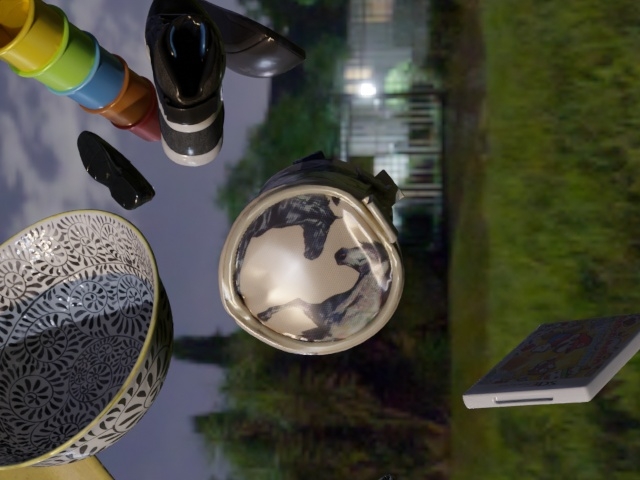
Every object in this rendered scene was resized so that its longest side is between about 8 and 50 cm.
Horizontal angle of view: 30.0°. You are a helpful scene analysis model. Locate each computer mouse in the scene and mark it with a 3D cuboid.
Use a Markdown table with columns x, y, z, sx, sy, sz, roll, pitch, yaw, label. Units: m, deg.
| x | y | z | sx | sy | sz | roll | pitch | yaw | label |
| --- | --- | --- | --- | --- | --- | --- | --- | --- | --- |
| -0.093 | -0.230 | 1.446 | 0.184 | 0.262 | 0.060 | 26 | -85 | -47 | computer mouse |

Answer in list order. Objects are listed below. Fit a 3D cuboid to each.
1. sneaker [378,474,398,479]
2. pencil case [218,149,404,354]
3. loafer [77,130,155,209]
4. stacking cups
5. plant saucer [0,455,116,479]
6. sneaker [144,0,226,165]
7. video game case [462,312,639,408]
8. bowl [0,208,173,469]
| x | y | z | sx | sy | sz | roll | pitch | yaw | label |
| --- | --- | --- | --- | --- | --- | --- | --- | --- | --- |
| 0.035 | 0.398 | 1.425 | 0.271 | 0.108 | 0.100 | -65 | -34 | -32 | sneaker |
| 0.000 | 0.000 | 1.209 | 0.160 | 0.183 | 0.410 | 45 | -174 | -4 | pencil case |
| -0.352 | -0.122 | 2.048 | 0.170 | 0.062 | 0.061 | 51 | -148 | 12 | loafer |
| -0.275 | -0.205 | 1.431 | 0.316 | 0.096 | 0.096 | 28 | -119 | -57 | stacking cups |
| -0.329 | 0.304 | 1.083 | 0.333 | 0.333 | 0.081 | 50 | 172 | 6 | plant saucer |
| -0.124 | -0.189 | 1.134 | 0.121 | 0.079 | 0.216 | 98 | 163 | -54 | sneaker |
| 0.339 | 0.166 | 1.673 | 0.227 | 0.206 | 0.026 | -32 | -76 | -43 | video game case |
| -0.149 | 0.073 | 0.731 | 0.080 | 0.170 | 0.170 | 48 | -142 | -47 | bowl |
